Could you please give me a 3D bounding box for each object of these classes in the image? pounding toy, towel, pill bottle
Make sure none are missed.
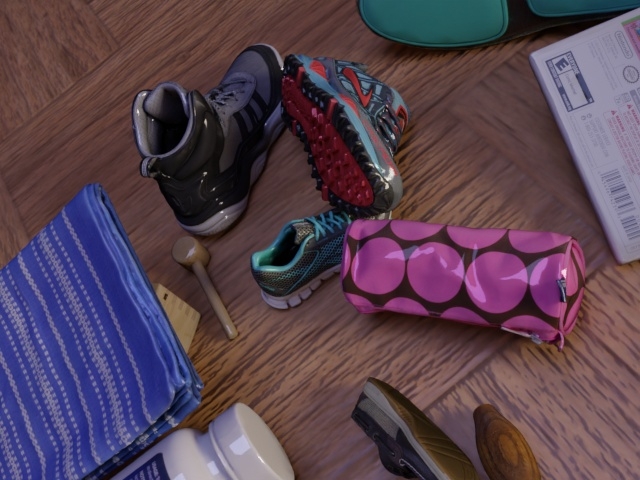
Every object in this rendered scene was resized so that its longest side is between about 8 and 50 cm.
[{"bbox_3d":[-0.183,0.077,0.719,0.181,0.094,0.206,4,64,27],"label":"pounding toy"},{"bbox_3d":[-0.277,0.132,0.658,0.336,0.040,0.243,-39,68,18],"label":"towel"},{"bbox_3d":[-0.121,0.228,0.589,0.187,0.112,0.112,-37,53,1],"label":"pill bottle"}]

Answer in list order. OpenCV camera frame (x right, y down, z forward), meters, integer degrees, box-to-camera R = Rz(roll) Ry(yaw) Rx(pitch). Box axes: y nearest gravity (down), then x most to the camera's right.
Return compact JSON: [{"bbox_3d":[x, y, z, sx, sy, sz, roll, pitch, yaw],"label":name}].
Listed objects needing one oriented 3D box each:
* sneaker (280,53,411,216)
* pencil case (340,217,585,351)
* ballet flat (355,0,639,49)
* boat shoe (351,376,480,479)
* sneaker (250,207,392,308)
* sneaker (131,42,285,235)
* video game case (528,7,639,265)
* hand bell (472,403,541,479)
[{"bbox_3d":[0.045,-0.126,0.713,0.125,0.104,0.261,-7,43,-17],"label":"sneaker"},{"bbox_3d":[0.119,0.034,0.610,0.210,0.095,0.098,6,81,30],"label":"pencil case"},{"bbox_3d":[0.215,-0.284,0.751,0.349,0.123,0.123,0,61,26],"label":"ballet flat"},{"bbox_3d":[0.073,0.170,0.562,0.049,0.056,0.152,-59,28,7],"label":"boat shoe"},{"bbox_3d":[0.000,0.000,0.691,0.166,0.076,0.065,-40,54,-2],"label":"sneaker"},{"bbox_3d":[-0.121,-0.151,0.789,0.101,0.153,0.268,5,64,27],"label":"sneaker"},{"bbox_3d":[0.314,-0.108,0.601,0.194,0.023,0.212,-21,75,12],"label":"video game case"},{"bbox_3d":[0.156,0.207,0.477,0.126,0.126,0.242,-29,31,7],"label":"hand bell"}]
